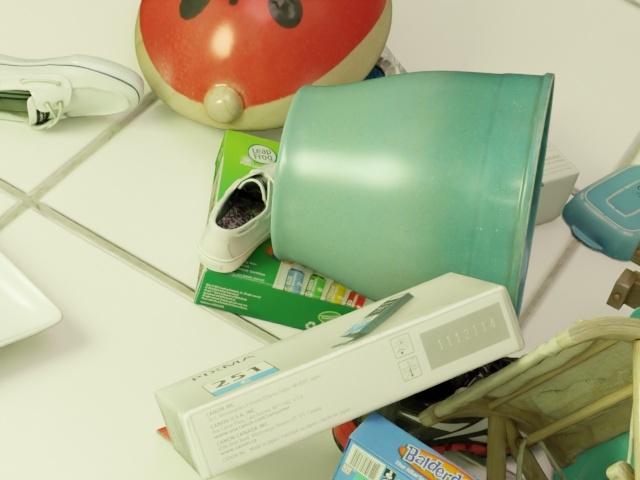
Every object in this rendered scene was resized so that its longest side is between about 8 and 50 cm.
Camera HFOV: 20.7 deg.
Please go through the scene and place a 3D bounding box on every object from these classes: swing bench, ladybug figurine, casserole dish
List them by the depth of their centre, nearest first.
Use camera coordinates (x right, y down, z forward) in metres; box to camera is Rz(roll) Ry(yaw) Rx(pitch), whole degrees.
[{"bbox_3d":[0.239,0.216,1.523,0.165,0.253,0.254,-5,72,-29],"label":"swing bench"},{"bbox_3d":[-0.067,-0.298,2.092,0.305,0.162,0.449,5,40,5],"label":"ladybug figurine"},{"bbox_3d":[0.375,-0.040,2.121,0.114,0.037,0.188,41,42,23],"label":"casserole dish"}]

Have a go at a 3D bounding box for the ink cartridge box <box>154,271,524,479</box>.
[{"bbox_3d":[-0.001,0.110,1.561,0.296,0.066,0.261,-21,8,-13],"label":"ink cartridge box"}]

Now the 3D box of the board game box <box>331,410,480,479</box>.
[{"bbox_3d":[0.069,0.267,1.487,0.160,0.210,0.047,33,39,14],"label":"board game box"}]

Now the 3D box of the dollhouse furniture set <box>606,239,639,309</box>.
[{"bbox_3d":[0.371,0.093,1.872,0.144,0.151,0.123,30,40,14],"label":"dollhouse furniture set"}]

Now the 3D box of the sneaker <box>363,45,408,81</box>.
[{"bbox_3d":[0.071,-0.206,2.173,0.083,0.071,0.190,36,18,-37],"label":"sneaker"}]

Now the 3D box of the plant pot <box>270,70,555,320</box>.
[{"bbox_3d":[0.090,-0.052,1.764,0.255,0.271,0.271,10,38,8],"label":"plant pot"}]

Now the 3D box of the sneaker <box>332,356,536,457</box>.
[{"bbox_3d":[0.148,0.148,1.724,0.276,0.135,0.097,-5,43,-30],"label":"sneaker"}]

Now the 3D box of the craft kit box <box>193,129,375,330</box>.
[{"bbox_3d":[0.000,0.000,1.897,0.250,0.061,0.246,14,36,-8],"label":"craft kit box"}]

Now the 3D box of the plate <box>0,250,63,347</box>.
[{"bbox_3d":[-0.434,0.047,1.657,0.277,0.045,0.278,42,43,24],"label":"plate"}]

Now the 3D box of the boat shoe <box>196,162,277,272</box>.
[{"bbox_3d":[-0.072,-0.039,1.818,0.066,0.063,0.184,31,40,14],"label":"boat shoe"}]

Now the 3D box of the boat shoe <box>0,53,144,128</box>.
[{"bbox_3d":[-0.310,-0.156,1.936,0.226,0.083,0.075,4,52,-2],"label":"boat shoe"}]

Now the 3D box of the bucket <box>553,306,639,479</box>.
[{"bbox_3d":[0.373,0.207,1.704,0.281,0.183,0.281,14,40,-12],"label":"bucket"}]

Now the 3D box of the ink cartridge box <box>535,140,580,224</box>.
[{"bbox_3d":[0.188,-0.099,2.072,0.140,0.082,0.190,-16,52,-37],"label":"ink cartridge box"}]
